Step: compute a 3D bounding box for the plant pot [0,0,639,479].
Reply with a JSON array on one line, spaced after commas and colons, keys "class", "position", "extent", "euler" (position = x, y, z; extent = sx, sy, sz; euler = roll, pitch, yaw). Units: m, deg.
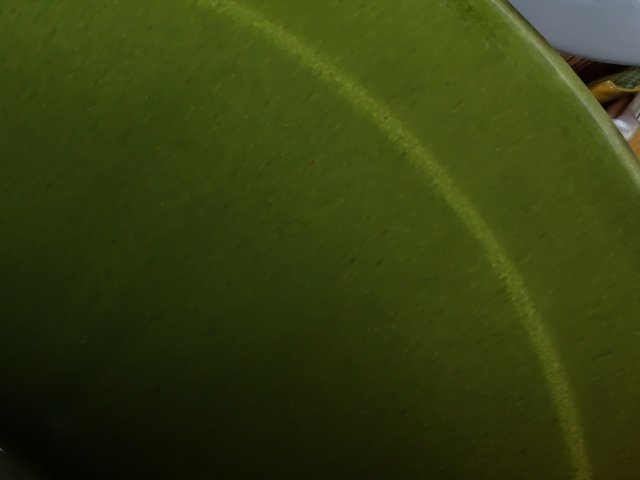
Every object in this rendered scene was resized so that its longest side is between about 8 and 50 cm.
[{"class": "plant pot", "position": [-0.097, 0.090, 0.509], "extent": [0.366, 0.366, 0.353], "euler": [-11, 156, -46]}]

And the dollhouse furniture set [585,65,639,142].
[{"class": "dollhouse furniture set", "position": [0.117, -0.031, 0.994], "extent": [0.197, 0.151, 0.301], "euler": [-40, 160, -57]}]

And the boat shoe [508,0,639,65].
[{"class": "boat shoe", "position": [0.119, -0.155, 0.633], "extent": [0.267, 0.096, 0.088], "euler": [26, 78, -61]}]

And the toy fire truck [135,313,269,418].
[{"class": "toy fire truck", "position": [0.000, 0.000, 0.788], "extent": [0.302, 0.169, 0.254], "euler": [-23, -176, -22]}]
